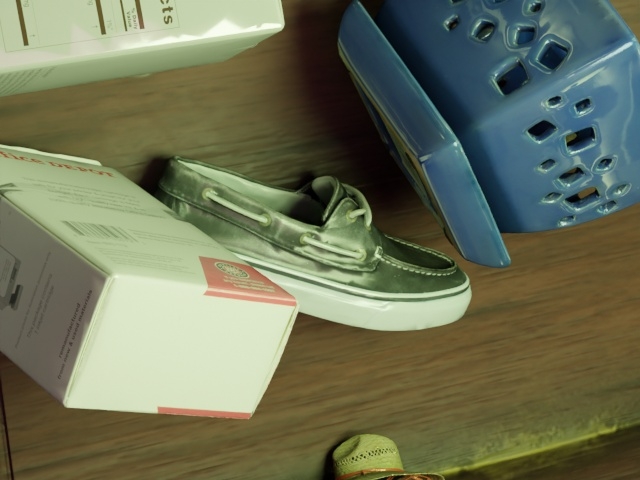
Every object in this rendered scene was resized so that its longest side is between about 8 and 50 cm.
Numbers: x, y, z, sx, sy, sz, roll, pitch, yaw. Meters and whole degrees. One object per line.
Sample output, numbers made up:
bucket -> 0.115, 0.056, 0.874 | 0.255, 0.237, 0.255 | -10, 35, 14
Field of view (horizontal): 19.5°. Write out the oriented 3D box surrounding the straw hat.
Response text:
straw hat -> 0.047, 0.226, 1.859 | 0.144, 0.144, 0.061 | -4, 68, -22

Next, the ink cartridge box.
ink cartridge box -> -0.190, 0.029, 1.539 | 0.207, 0.283, 0.117 | 9, 108, -46

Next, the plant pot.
plant pot -> 0.158, -0.131, 1.660 | 0.212, 0.236, 0.236 | -32, 143, -1

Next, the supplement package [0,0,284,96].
supplement package -> -0.204, -0.220, 1.505 | 0.293, 0.177, 0.175 | -11, 90, -20

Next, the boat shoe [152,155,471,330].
boat shoe -> 0.000, 0.000, 1.726 | 0.335, 0.121, 0.119 | 11, 108, -24
